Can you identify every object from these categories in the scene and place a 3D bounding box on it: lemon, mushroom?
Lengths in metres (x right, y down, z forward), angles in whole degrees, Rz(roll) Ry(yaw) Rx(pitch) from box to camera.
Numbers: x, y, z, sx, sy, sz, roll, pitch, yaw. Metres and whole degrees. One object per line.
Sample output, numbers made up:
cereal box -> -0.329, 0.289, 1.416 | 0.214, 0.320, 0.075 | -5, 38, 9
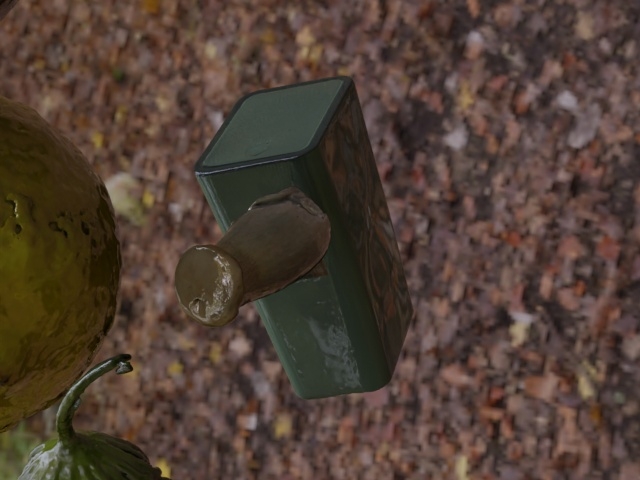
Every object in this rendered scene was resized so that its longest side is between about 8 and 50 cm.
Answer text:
lemon -> -0.371, 0.010, 1.398 | 0.350, 0.350, 0.387 | -60, 41, 27
mushroom -> -0.058, 0.010, 1.473 | 0.108, 0.247, 0.096 | 9, 111, 19

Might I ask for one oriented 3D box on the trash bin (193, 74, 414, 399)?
trash bin -> 0.000, 0.000, 1.774 | 0.158, 0.343, 0.223 | -10, 27, 22

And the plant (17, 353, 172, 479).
plant -> -0.371, 0.291, 2.156 | 0.180, 0.251, 0.333 | -114, 12, -57

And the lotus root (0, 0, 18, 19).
lotus root -> -0.368, -0.271, 1.254 | 0.272, 0.272, 0.192 | -57, -1, 30
